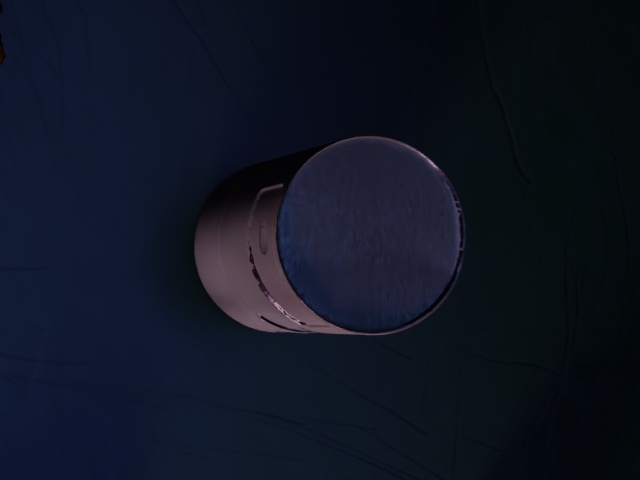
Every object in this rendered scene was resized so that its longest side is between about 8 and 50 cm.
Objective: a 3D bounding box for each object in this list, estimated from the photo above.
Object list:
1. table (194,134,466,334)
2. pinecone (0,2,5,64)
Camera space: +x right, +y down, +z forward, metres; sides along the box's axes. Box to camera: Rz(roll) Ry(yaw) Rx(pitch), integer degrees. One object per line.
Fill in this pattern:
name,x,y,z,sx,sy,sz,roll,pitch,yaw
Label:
table,0.000,0.000,1.132,0.126,0.220,0.126,1,87,-18
pinecone,-0.332,-0.133,1.052,0.272,0.224,0.224,-37,98,-38
